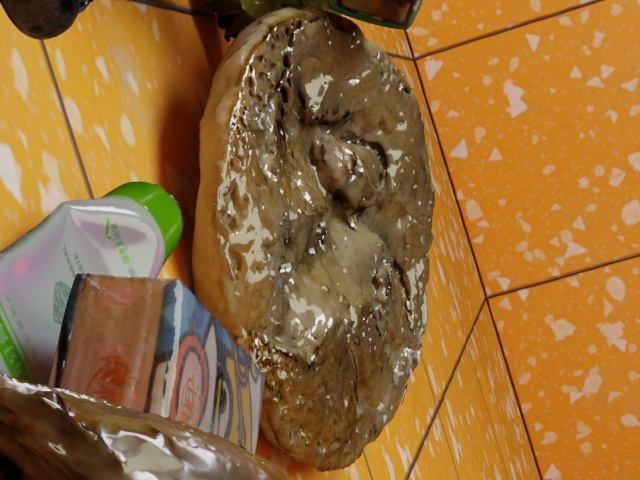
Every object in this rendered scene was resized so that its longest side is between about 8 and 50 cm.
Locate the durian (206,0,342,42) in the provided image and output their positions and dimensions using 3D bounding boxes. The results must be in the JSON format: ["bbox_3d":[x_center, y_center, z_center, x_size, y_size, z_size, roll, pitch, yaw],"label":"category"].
[{"bbox_3d":[-0.053,-0.232,1.214,0.106,0.132,0.375,137,-64,-68],"label":"durian"}]

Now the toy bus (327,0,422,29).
[{"bbox_3d":[0.055,-0.255,1.160,0.261,0.091,0.109,-80,-175,-66],"label":"toy bus"}]

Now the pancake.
[{"bbox_3d":[0.000,-0.001,1.090,0.387,0.082,0.386,-5,90,-65],"label":"pancake"}]

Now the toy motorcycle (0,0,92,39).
[{"bbox_3d":[-0.180,-0.223,0.665,0.157,0.091,0.263,-13,84,-70],"label":"toy motorcycle"}]

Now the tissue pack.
[{"bbox_3d":[-0.076,0.096,0.663,0.155,0.065,0.115,64,31,-65],"label":"tissue pack"}]

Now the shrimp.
[{"bbox_3d":[-0.079,0.110,0.516,0.262,0.066,0.117,29,47,-33],"label":"shrimp"}]

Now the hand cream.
[{"bbox_3d":[-0.129,0.032,0.669,0.079,0.050,0.275,44,21,-6],"label":"hand cream"}]
